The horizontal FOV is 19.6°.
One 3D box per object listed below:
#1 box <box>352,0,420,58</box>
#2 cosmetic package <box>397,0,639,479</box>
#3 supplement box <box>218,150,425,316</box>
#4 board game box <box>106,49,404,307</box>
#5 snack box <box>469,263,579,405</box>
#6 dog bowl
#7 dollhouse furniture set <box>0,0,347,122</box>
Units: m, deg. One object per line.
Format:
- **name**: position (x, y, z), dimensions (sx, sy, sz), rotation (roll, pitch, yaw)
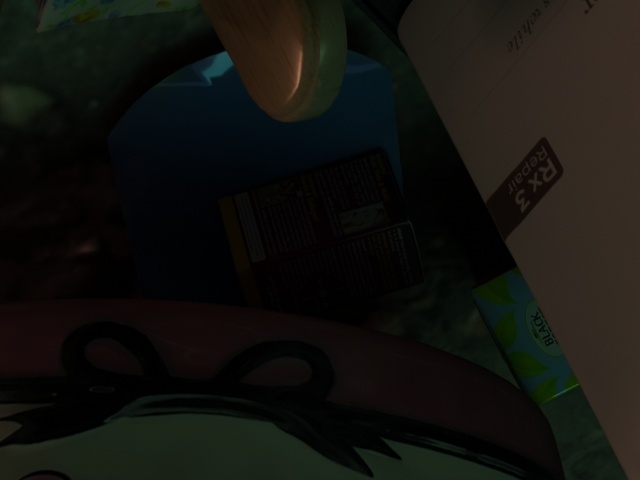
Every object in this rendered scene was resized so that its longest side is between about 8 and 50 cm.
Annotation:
- **box**: position (0.128, -0.156, 0.807), dimensions (0.233, 0.059, 0.183), rotation (-37, 136, 14)
- **cosmetic package**: position (0.197, -0.014, 0.650), dimensions (0.156, 0.385, 0.217), rotation (15, 125, -34)
- **supplement box**: position (0.000, 0.000, 0.858), dimensions (0.083, 0.055, 0.043), rotation (-16, 132, 0)
- **board game box**: position (-0.030, -0.032, 0.883), dimensions (0.133, 0.033, 0.168), rotation (-12, 130, -4)
- **snack box**: position (0.181, 0.005, 0.915), dimensions (0.207, 0.070, 0.174), rotation (-27, 175, 6)
- **dog bowl**: position (-0.064, 0.149, 0.848), dimensions (0.408, 0.150, 0.408), rotation (3, 159, 1)
- **dollhouse furniture set**: position (-0.105, -0.132, 0.501), dimensions (0.362, 0.256, 0.394), rotation (-9, 146, -30)
